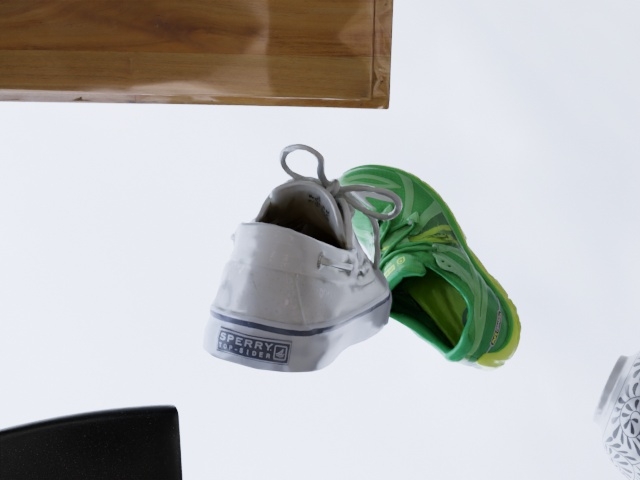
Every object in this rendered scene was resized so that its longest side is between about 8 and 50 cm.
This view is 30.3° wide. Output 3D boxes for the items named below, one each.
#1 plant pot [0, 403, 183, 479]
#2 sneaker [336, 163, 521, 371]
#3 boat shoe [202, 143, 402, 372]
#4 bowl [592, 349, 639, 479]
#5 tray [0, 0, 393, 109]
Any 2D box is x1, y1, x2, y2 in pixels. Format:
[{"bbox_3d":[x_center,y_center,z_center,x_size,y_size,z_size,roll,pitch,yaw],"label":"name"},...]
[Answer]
[{"bbox_3d":[-0.233,0.238,0.966,0.167,0.188,0.188,14,-119,-41],"label":"plant pot"},{"bbox_3d":[0.105,0.019,1.305,0.123,0.109,0.295,3,-139,-52],"label":"sneaker"},{"bbox_3d":[-0.009,-0.002,1.002,0.135,0.157,0.367,12,-172,12],"label":"boat shoe"},{"bbox_3d":[0.323,0.164,1.182,0.080,0.170,0.170,23,-157,19],"label":"bowl"},{"bbox_3d":[-0.143,-0.210,0.998,0.410,0.203,0.076,2,-133,3],"label":"tray"}]
